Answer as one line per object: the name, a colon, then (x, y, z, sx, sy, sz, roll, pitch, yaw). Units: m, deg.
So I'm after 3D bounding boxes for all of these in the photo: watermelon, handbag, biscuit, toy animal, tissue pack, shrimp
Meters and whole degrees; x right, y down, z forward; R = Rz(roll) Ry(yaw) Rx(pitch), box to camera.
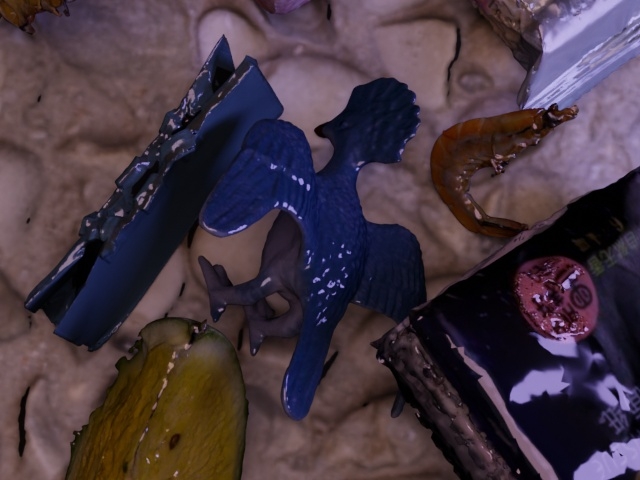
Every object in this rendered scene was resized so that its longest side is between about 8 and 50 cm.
watermelon: (-0.122, 0.185, 1.294, 0.123, 0.129, 0.301, 20, 96, 1)
handbag: (-0.112, -0.029, 1.316, 0.057, 0.144, 0.221, 38, 84, 4)
biscuit: (0.133, -0.250, 1.385, 0.186, 0.079, 0.309, -35, 84, -9)
toy animal: (0.000, 0.000, 1.313, 0.176, 0.239, 0.255, -36, 40, 20)
tissue pack: (0.220, 0.134, 1.292, 0.245, 0.123, 0.332, -30, 83, -32)
shrimp: (0.133, -0.051, 1.358, 0.127, 0.025, 0.091, -29, 91, 37)

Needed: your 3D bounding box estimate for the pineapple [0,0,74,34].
pineapple: (-0.147, -0.305, 1.340, 0.272, 0.262, 0.262, -35, 85, -29)

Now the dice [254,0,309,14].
dice: (-0.024, -0.219, 1.370, 0.094, 0.091, 0.093, -38, 86, -5)
